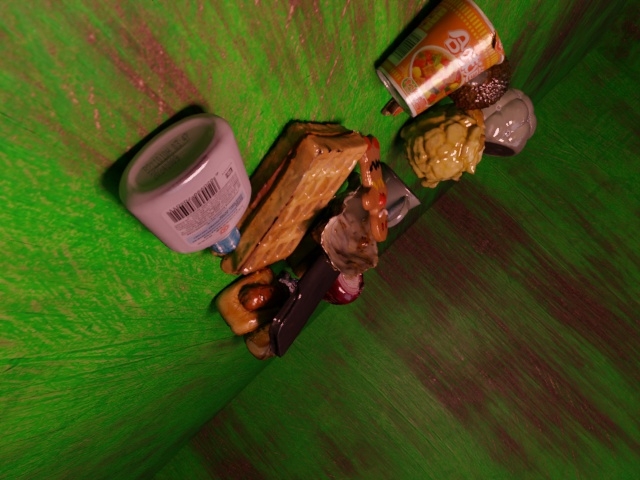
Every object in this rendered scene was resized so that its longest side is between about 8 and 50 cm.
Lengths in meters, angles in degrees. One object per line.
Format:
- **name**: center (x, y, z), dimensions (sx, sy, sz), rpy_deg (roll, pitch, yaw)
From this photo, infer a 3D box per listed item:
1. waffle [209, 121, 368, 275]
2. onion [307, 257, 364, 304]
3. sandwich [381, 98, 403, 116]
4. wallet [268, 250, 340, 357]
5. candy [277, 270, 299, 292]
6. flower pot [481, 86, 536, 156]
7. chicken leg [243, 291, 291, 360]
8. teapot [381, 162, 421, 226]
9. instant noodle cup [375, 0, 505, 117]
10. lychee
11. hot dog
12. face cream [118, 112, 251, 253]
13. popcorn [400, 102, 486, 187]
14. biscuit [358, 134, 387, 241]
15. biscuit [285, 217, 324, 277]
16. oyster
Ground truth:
- **waffle**: center (-0.061, -0.083, 1.003), dimensions (0.328, 0.098, 0.224), rpy_deg (-53, 167, 28)
- **onion**: center (0.025, 0.110, 1.581), dimensions (0.198, 0.173, 0.135), rpy_deg (22, 138, -29)
- **sandwich**: center (0.195, -0.321, 1.186), dimensions (0.135, 0.029, 0.067), rpy_deg (-35, 171, -40)
- **wallet**: center (-0.022, 0.129, 1.373), dimensions (0.378, 0.051, 0.197), rpy_deg (-55, 160, -27)
- **candy**: center (-0.102, 0.155, 1.695), dimensions (0.051, 0.093, 0.226), rpy_deg (-59, 179, -18)
- **flower pot**: center (0.590, -0.397, 1.737), dimensions (0.246, 0.245, 0.195), rpy_deg (29, 75, -77)
- **chicken leg**: center (-0.161, 0.279, 1.746), dimensions (0.201, 0.152, 0.429), rpy_deg (-43, 169, -32)
- **teapot**: center (0.191, -0.117, 1.529), dimensions (0.149, 0.162, 0.239), rpy_deg (-42, -149, 13)
- **instant noodle cup**: center (0.208, -0.326, 0.948), dimensions (0.185, 0.168, 0.168), rpy_deg (-39, 169, 10)
- **lychee**: center (0.379, -0.394, 1.266), dimensions (0.171, 0.171, 0.171), rpy_deg (-42, 168, -11)
- **hot dog**: center (-0.159, 0.157, 1.387), dimensions (0.153, 0.150, 0.256), rpy_deg (-36, 169, 11)
- **face cream**: center (-0.172, -0.053, 0.766), dimensions (0.163, 0.080, 0.337), rpy_deg (-43, 168, -11)
- **popcorn**: center (0.338, -0.250, 1.396), dimensions (0.249, 0.226, 0.249), rpy_deg (-18, -166, 5)
- **biscuit**: center (0.131, -0.121, 1.217), dimensions (0.036, 0.250, 0.165), rpy_deg (-5, -171, 23)
- **biscuit**: center (-0.001, -0.001, 1.549), dimensions (0.287, 0.057, 0.344), rpy_deg (-35, 165, -35)
- **oyster**: center (0.070, -0.024, 1.223), dimensions (0.110, 0.205, 0.396), rpy_deg (-10, -163, 19)
